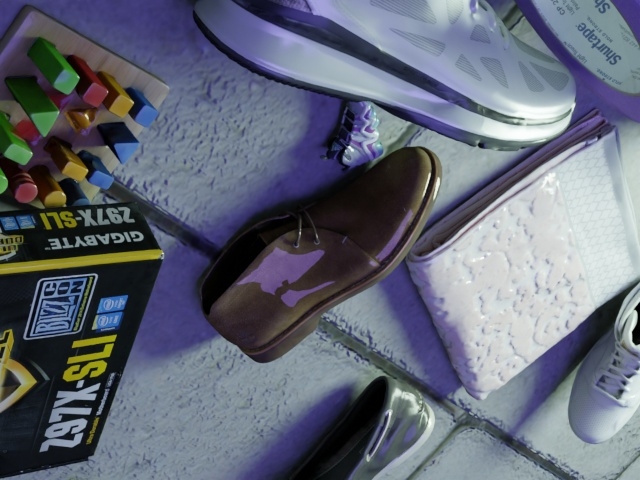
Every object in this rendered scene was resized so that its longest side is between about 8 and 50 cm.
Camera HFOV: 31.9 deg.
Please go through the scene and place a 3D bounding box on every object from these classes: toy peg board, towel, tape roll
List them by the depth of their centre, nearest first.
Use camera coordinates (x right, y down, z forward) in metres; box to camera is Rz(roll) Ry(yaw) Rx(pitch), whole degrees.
[{"bbox_3d":[-0.224,-0.090,0.977,0.160,0.079,0.161,27,106,-45],"label":"toy peg board"},{"bbox_3d":[0.284,-0.240,1.081,0.090,0.275,0.275,-40,137,-1],"label":"tape roll"},{"bbox_3d":[0.282,0.033,1.465,0.317,0.053,0.332,-36,136,-7],"label":"towel"}]

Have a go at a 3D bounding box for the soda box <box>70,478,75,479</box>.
[{"bbox_3d":[-0.213,0.383,1.355,0.098,0.091,0.286,-48,137,8],"label":"soda box"}]

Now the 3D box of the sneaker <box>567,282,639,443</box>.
[{"bbox_3d":[0.434,0.166,1.609,0.292,0.108,0.169,-62,158,8],"label":"sneaker"}]

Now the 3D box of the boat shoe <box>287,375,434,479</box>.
[{"bbox_3d":[0.004,0.310,1.454,0.335,0.112,0.095,-47,125,-2],"label":"boat shoe"}]

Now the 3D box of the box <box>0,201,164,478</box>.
[{"bbox_3d":[-0.308,0.108,1.033,0.257,0.079,0.322,-7,139,-34],"label":"box"}]

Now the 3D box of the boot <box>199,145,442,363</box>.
[{"bbox_3d":[0.000,0.000,1.198,0.305,0.112,0.115,-44,130,6],"label":"boot"}]

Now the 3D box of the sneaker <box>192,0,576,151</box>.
[{"bbox_3d":[0.124,-0.244,1.040,0.447,0.169,0.257,9,119,-37],"label":"sneaker"}]

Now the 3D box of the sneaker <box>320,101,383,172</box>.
[{"bbox_3d":[0.027,-0.109,1.174,0.069,0.038,0.098,-32,136,-12],"label":"sneaker"}]
